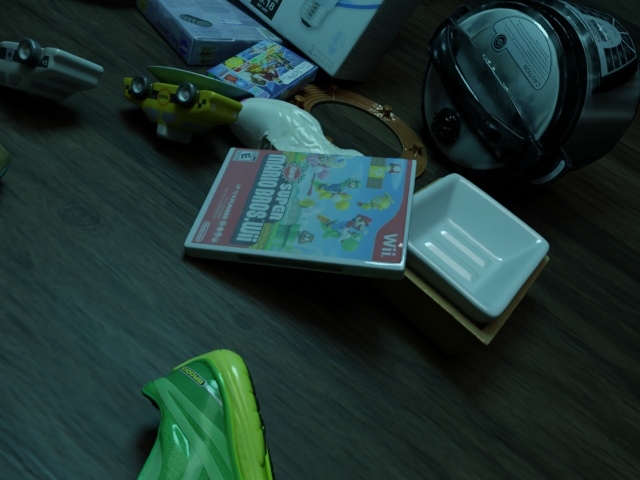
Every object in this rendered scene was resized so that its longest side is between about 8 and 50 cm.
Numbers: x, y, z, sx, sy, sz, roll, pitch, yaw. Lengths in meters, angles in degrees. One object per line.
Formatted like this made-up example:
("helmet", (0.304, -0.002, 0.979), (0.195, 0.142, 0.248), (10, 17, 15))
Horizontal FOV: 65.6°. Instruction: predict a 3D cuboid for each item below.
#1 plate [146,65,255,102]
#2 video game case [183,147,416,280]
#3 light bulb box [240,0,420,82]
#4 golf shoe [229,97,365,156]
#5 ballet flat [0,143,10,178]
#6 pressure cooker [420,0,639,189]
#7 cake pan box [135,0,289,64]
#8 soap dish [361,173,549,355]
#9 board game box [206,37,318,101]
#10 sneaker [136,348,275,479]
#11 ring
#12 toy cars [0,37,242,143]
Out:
("plate", (-0.208, -0.264, 0.867), (0.188, 0.024, 0.188), (12, 7, -2))
("video game case", (-0.019, -0.047, 0.682), (0.284, 0.025, 0.204), (6, 50, 11))
("light bulb box", (0.041, -0.620, 1.130), (0.358, 0.361, 0.225), (41, 26, 8))
("golf shoe", (-0.037, -0.127, 0.807), (0.306, 0.115, 0.140), (33, 43, 8))
("ballet flat", (-0.523, -0.143, 0.564), (0.342, 0.116, 0.124), (22, 20, -7))
("pressure cooker", (0.429, -0.309, 1.072), (0.420, 0.376, 0.369), (-9, 23, -36))
("cake pan box", (-0.236, -0.488, 1.115), (0.266, 0.070, 0.246), (-21, 61, -42))
("soap dish", (0.205, 0.026, 0.770), (0.229, 0.118, 0.290), (42, 42, 17))
("board game box", (-0.115, -0.337, 1.013), (0.136, 0.035, 0.201), (34, 51, 11))
("sneaker", (-0.093, 0.239, 0.407), (0.123, 0.110, 0.296), (-13, 53, -6))
("ring", (0.082, -0.242, 1.058), (0.336, 0.032, 0.337), (15, 42, -14))
("toy cars", (-0.322, -0.220, 0.758), (0.393, 0.087, 0.176), (11, 6, -17))
